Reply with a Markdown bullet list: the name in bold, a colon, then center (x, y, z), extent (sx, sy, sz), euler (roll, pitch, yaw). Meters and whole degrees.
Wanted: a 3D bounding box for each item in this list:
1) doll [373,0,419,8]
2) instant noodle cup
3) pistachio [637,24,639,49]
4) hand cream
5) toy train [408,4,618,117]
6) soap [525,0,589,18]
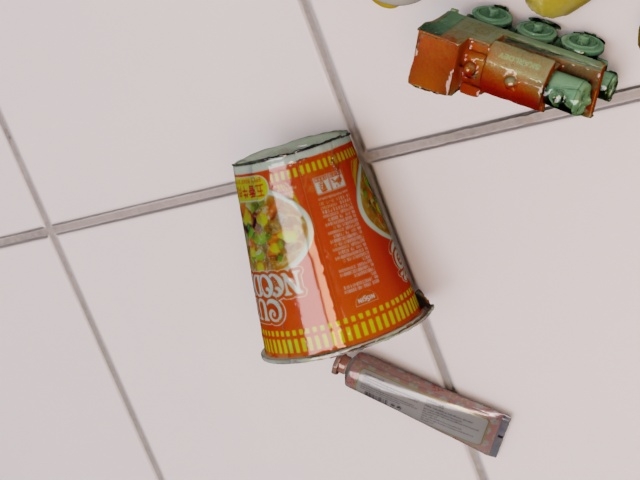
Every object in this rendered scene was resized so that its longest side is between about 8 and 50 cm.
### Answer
- **doll**: center (0.123, -0.318, 1.121), extent (0.177, 0.141, 0.314), euler (28, 145, -22)
- **instant noodle cup**: center (0.000, 0.000, 1.349), extent (0.193, 0.193, 0.212), euler (-10, 100, 35)
- **pistachio**: center (0.363, -0.178, 1.096), extent (0.173, 0.049, 0.089), euler (0, 95, 36)
- **hand cream**: center (0.112, 0.179, 1.447), extent (0.210, 0.043, 0.067), euler (24, 127, 14)
- **toy train**: center (0.181, -0.160, 1.176), extent (0.176, 0.118, 0.074), euler (25, 127, 22)
- **soap**: center (0.248, -0.265, 1.133), extent (0.168, 0.033, 0.089), euler (-24, 97, 38)
